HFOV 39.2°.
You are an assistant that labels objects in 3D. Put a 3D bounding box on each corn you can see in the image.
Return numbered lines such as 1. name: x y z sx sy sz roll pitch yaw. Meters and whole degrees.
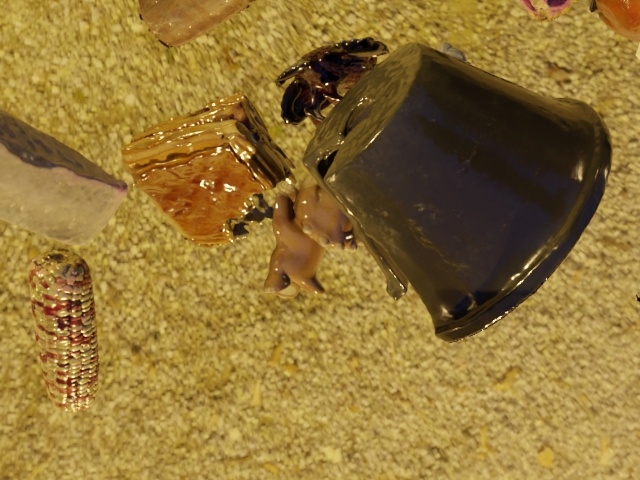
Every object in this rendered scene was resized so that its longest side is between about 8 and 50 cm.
1. corn: -0.348 0.133 1.233 0.086 0.086 0.253 -4 115 -13

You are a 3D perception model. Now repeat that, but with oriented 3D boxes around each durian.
1. durian: 0.466 -0.610 1.954 0.187 0.153 0.260 -22 121 11

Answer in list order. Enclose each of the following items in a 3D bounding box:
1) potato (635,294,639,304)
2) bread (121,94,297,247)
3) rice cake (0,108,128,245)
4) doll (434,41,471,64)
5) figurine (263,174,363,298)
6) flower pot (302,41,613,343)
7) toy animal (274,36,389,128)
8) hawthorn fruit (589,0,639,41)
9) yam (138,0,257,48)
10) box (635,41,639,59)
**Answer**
1. potato: 0.491 0.133 1.156 0.089 0.172 0.101 -32 143 19
2. bread: -0.204 -0.147 1.853 0.314 0.191 0.370 -14 146 20
3. rice cake: -0.267 -0.081 0.591 0.070 0.064 0.399 -47 151 4
4. doll: 0.218 -0.299 1.600 0.094 0.180 0.079 -2 125 16
5. figurine: 0.000 -0.004 1.725 0.173 0.177 0.247 9 85 11
6. flower pot: 0.144 -0.096 1.127 0.251 0.379 0.379 37 102 -18
7. toy animal: 0.020 -0.265 1.356 0.116 0.179 0.218 38 138 -11
8. hawthorn fruit: 0.404 -0.347 1.009 0.251 0.199 0.199 -35 120 20
9. yam: -0.198 -0.443 1.573 0.238 0.128 0.129 -22 128 32
10. box: 0.345 -0.186 0.627 0.212 0.095 0.168 -2 113 -33
